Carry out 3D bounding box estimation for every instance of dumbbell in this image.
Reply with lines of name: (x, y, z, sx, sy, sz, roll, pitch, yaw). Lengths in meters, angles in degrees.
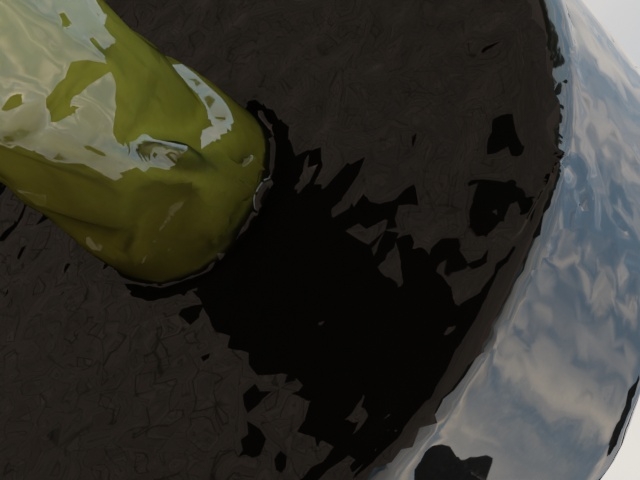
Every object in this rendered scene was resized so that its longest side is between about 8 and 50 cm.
dumbbell: (-0.080, -0.051, 0.386, 0.203, 0.322, 0.204, -20, -128, 28)
